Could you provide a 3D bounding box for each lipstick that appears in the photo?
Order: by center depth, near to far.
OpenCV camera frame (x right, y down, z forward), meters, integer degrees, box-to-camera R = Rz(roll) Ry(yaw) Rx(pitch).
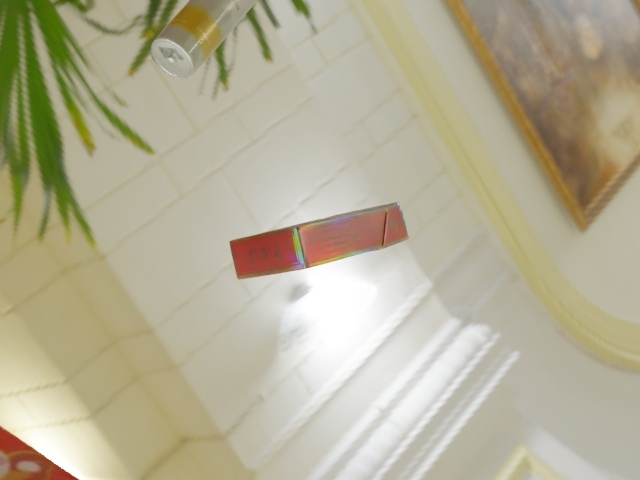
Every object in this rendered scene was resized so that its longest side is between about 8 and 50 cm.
[{"bbox_3d":[-0.098,-0.286,1.279,0.059,0.059,0.264,-17,-147,51],"label":"lipstick"}]

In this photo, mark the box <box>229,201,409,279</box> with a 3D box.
[{"bbox_3d":[0.000,0.001,1.245,0.112,0.048,0.175,-11,-178,45],"label":"box"}]

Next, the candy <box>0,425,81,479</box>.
[{"bbox_3d":[-0.195,0.183,0.602,0.276,0.146,0.088,27,-162,27],"label":"candy"}]
